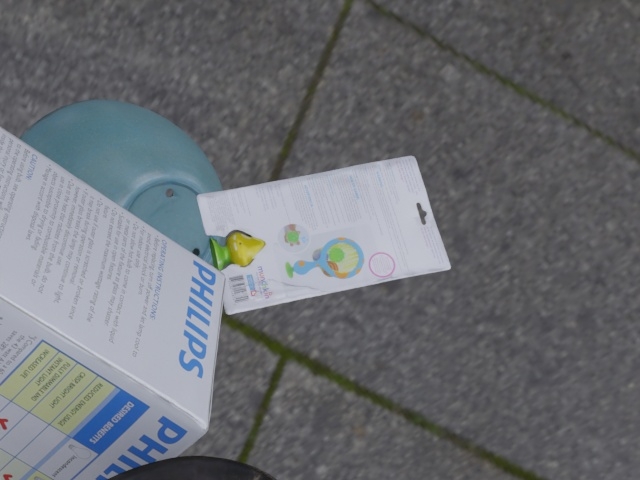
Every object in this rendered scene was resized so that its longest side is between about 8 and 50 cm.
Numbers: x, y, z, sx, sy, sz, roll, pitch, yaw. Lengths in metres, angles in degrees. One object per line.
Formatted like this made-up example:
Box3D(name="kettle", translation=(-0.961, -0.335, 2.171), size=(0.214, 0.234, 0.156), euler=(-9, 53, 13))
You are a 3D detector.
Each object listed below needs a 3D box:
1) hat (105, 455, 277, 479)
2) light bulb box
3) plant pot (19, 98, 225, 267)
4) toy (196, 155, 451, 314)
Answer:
Box3D(name="hat", translation=(-0.114, 0.251, 1.176), size=(0.331, 0.331, 0.134), euler=(-23, 115, -31))
Box3D(name="light bulb box", translation=(-0.339, 0.107, 1.405), size=(0.361, 0.358, 0.225), euler=(35, 31, -22))
Box3D(name="plant pot", translation=(-0.227, -0.020, 1.806), size=(0.290, 0.195, 0.290), euler=(-5, 100, -31))
Box3D(name="toy", translation=(0.000, 0.000, 1.551), size=(0.237, 0.056, 0.137), euler=(-10, 66, -15))
